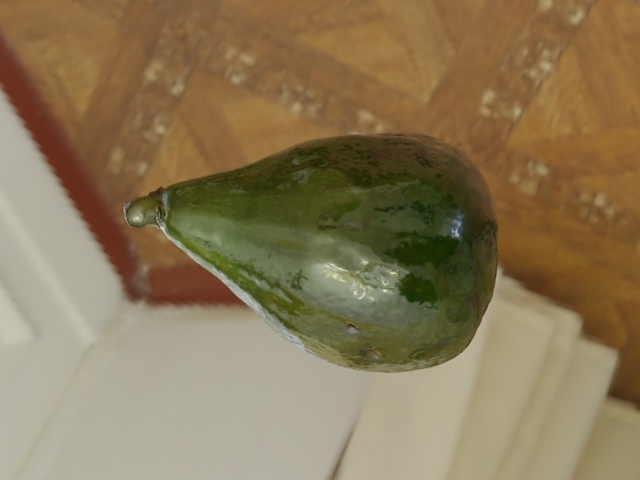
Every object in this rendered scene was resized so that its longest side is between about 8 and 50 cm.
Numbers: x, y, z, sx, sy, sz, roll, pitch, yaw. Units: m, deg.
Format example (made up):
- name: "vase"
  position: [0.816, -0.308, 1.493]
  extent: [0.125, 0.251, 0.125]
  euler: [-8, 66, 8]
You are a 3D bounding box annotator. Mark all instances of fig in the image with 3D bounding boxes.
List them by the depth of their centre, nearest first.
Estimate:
- name: "fig"
  position: [0.000, 0.000, 0.870]
  extent: [0.178, 0.117, 0.117]
  euler: [11, 143, -26]
